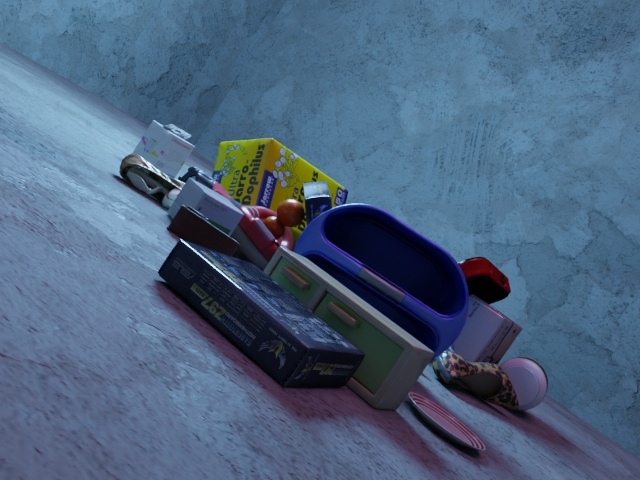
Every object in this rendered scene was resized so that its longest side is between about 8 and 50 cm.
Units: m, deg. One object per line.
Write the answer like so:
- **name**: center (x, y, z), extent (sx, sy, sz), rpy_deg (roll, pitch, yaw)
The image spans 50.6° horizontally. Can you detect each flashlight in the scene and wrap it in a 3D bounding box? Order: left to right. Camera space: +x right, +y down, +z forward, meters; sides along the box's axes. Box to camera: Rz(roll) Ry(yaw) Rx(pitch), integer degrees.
- **flashlight**: center (-0.204, -0.055, 1.589), extent (0.304, 0.103, 0.103), rpy_deg (35, 27, -39)

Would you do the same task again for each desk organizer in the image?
- **desk organizer**: center (-0.203, -0.007, 1.209), extent (0.130, 0.050, 0.047), rpy_deg (34, 3, 8)

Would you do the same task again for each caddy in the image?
- **caddy**: center (0.108, 0.083, 1.270), extent (0.341, 0.241, 0.179), rpy_deg (33, -3, 2)

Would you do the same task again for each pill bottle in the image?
- **pill bottle**: center (0.539, 0.384, 1.822), extent (0.136, 0.136, 0.246), rpy_deg (34, 4, 21)

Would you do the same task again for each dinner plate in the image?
- **dinner plate**: center (0.191, 0.282, 1.045), extent (0.141, 0.017, 0.141), rpy_deg (33, 4, -3)

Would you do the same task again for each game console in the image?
- **game console**: center (0.325, 0.152, 1.839), extent (0.386, 0.342, 0.060), rpy_deg (28, 45, -61)

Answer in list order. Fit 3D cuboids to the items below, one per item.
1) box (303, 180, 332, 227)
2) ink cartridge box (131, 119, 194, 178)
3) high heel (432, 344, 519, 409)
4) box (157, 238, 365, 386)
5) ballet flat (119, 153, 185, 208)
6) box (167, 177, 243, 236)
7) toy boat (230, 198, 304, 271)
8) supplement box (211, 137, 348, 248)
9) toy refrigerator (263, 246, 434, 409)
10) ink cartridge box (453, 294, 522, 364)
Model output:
- **box**: center (0.000, 0.000, 1.478), extent (0.056, 0.231, 0.183), rpy_deg (-4, 14, -1)
- **ink cartridge box**: center (-0.403, -0.231, 1.739), extent (0.090, 0.143, 0.092), rpy_deg (35, 4, 32)
- **high heel**: center (0.356, 0.334, 1.531), extent (0.261, 0.093, 0.186), rpy_deg (41, 21, -4)
- **box**: center (-0.072, 0.097, 0.873), extent (0.233, 0.059, 0.183), rpy_deg (36, 4, 26)
- **ballet flat**: center (-0.331, -0.103, 1.411), extent (0.206, 0.073, 0.067), rpy_deg (30, 31, -4)
- **box**: center (-0.226, -0.053, 1.329), extent (0.101, 0.087, 0.102), rpy_deg (31, 4, -36)
- **toy boat**: center (-0.098, -0.029, 1.444), extent (0.151, 0.151, 0.231), rpy_deg (52, 4, 0)
- **supplement box**: center (-0.112, -0.111, 1.833), extent (0.195, 0.194, 0.356), rpy_deg (1, -17, 37)
- **toy refrigerator**: center (0.022, 0.125, 0.996), extent (0.269, 0.102, 0.094), rpy_deg (36, 4, 31)
- **ink cartridge box**: center (0.432, 0.275, 1.861), extent (0.115, 0.198, 0.273), rpy_deg (37, 5, 29)
